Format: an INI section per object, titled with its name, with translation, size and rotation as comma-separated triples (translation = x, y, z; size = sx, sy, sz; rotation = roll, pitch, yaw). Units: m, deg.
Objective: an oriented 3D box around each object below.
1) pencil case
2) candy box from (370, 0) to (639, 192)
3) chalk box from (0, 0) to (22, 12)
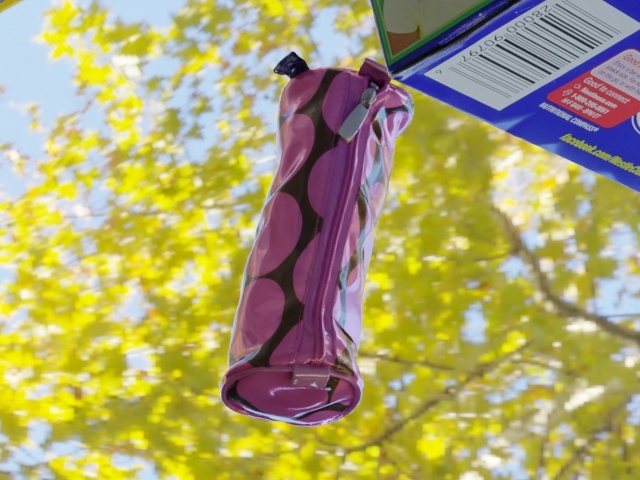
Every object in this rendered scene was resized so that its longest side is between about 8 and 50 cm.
[pencil case]
translation = 0.000, 0.000, 0.943
size = 0.095, 0.098, 0.209
rotation = 19, -114, -24
[candy box]
translation = 0.119, -0.204, 0.829
size = 0.268, 0.122, 0.317
rotation = 17, -129, -49
[chalk box]
translation = -0.172, -0.156, 0.512
size = 0.132, 0.132, 0.213
rotation = -33, -76, -9
